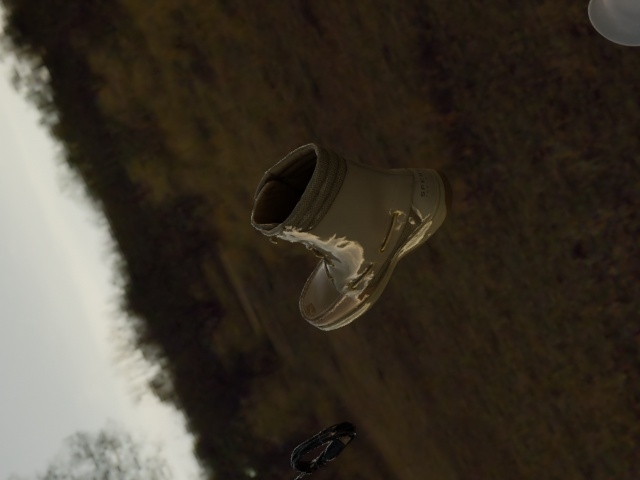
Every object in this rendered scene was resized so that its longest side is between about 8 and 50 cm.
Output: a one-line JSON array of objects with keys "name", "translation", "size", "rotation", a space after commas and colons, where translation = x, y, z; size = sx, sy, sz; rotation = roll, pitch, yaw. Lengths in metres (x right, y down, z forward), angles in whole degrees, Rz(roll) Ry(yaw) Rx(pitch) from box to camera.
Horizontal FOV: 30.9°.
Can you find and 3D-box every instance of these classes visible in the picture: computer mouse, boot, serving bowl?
[{"name": "computer mouse", "translation": [-0.022, 0.274, 1.252], "size": [0.242, 0.071, 0.041], "rotation": [-59, 42, 41]}, {"name": "boot", "translation": [0.000, 0.000, 1.316], "size": [0.262, 0.203, 0.095], "rotation": [-47, 47, 36]}, {"name": "serving bowl", "translation": [0.317, -0.238, 1.180], "size": [0.083, 0.027, 0.083], "rotation": [19, 148, 12]}]
